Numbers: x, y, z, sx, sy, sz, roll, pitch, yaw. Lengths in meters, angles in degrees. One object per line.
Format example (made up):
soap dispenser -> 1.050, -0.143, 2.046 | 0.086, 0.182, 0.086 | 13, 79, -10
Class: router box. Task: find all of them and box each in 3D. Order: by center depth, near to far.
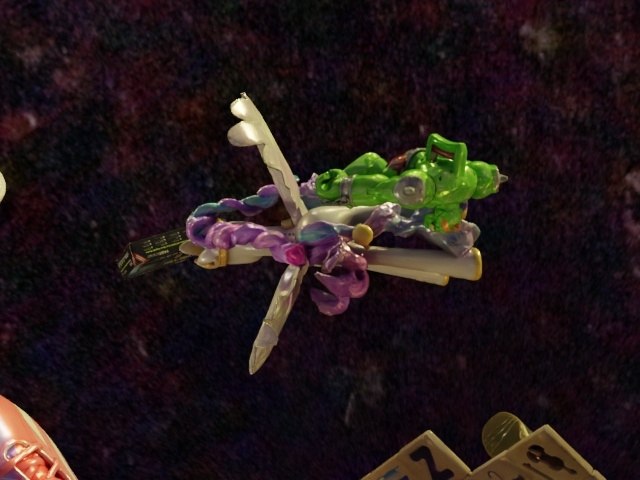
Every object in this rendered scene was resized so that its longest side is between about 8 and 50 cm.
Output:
router box -> -0.265, 0.019, 1.432 | 0.122, 0.092, 0.038 | -18, 81, -30

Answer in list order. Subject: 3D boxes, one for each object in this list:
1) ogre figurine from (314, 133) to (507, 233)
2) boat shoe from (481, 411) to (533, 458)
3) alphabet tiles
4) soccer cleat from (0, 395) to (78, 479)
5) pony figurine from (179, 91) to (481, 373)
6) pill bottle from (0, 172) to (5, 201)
ogre figurine -> 0.101, -0.061, 0.897 | 0.118, 0.197, 0.097 | 13, 89, 51
boat shoe -> 0.344, 0.362, 1.459 | 0.073, 0.223, 0.080 | 43, 89, -18
alphabet tiles -> 0.125, 0.218, 0.607 | 0.198, 0.237, 0.009 | 44, 44, 4
soccer cleat -> -0.162, 0.188, 0.552 | 0.248, 0.095, 0.083 | 59, 41, -8
pony figurine -> 0.000, 0.000, 1.055 | 0.363, 0.351, 0.303 | 0, 86, -4
pill bottle -> -0.465, -0.015, 1.043 | 0.112, 0.112, 0.187 | 50, 117, 26
